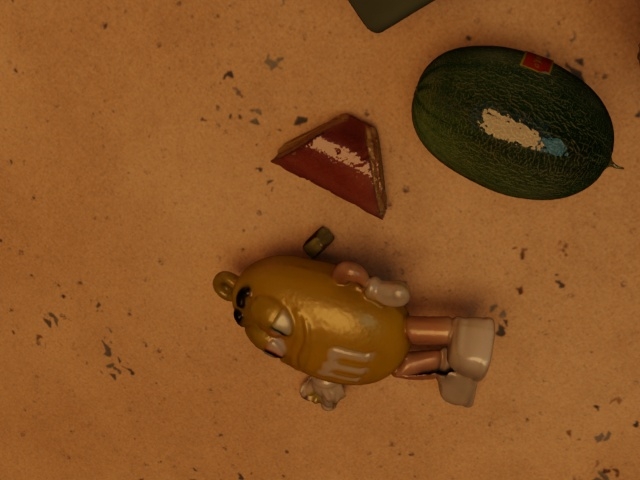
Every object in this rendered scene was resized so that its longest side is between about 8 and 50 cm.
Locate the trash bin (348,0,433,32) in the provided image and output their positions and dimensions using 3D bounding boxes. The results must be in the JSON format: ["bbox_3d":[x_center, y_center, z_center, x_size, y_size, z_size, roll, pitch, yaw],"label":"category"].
[{"bbox_3d":[0.155,-0.420,0.810,0.343,0.158,0.223,-19,122,39],"label":"trash bin"}]

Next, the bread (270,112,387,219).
[{"bbox_3d":[0.030,-0.123,1.087,0.192,0.067,0.119,25,116,2],"label":"bread"}]

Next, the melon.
[{"bbox_3d":[0.259,-0.149,0.959,0.287,0.182,0.182,26,116,4],"label":"melon"}]

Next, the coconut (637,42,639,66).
[{"bbox_3d":[0.532,-0.277,0.700,0.404,0.404,0.405,5,113,11],"label":"coconut"}]

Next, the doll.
[{"bbox_3d":[0.068,0.158,1.156,0.423,0.161,0.348,-8,127,25],"label":"doll"}]

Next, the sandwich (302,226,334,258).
[{"bbox_3d":[0.000,0.000,1.164,0.031,0.044,0.083,45,158,-3],"label":"sandwich"}]
